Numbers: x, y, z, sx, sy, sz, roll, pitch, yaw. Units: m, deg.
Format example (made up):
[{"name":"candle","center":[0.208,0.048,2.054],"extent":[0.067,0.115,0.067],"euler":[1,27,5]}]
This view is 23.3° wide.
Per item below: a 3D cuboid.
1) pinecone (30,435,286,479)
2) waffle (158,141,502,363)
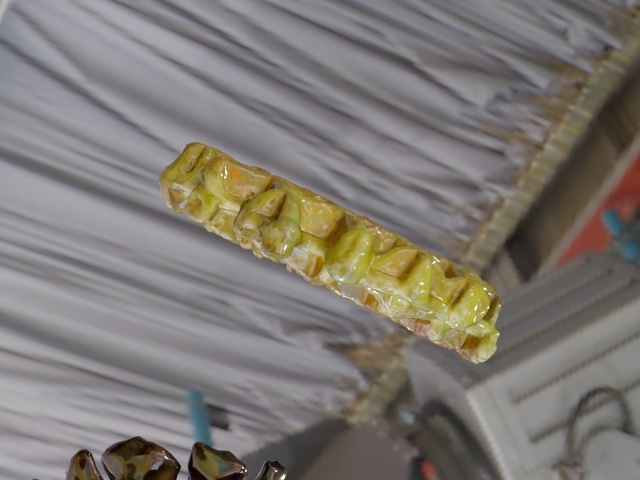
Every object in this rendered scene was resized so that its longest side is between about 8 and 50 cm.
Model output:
[{"name":"pinecone","center":[-0.066,0.192,0.661],"extent":[0.229,0.202,0.201],"euler":[-18,-142,22]},{"name":"waffle","center":[0.000,0.001,1.016],"extent":[0.057,0.219,0.229],"euler":[-64,-164,-1]}]
